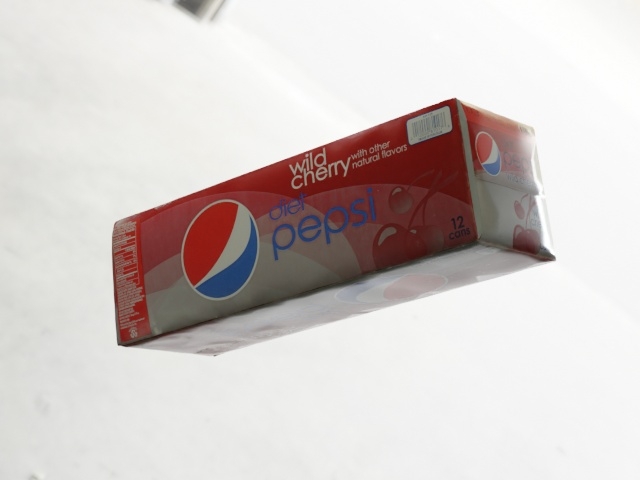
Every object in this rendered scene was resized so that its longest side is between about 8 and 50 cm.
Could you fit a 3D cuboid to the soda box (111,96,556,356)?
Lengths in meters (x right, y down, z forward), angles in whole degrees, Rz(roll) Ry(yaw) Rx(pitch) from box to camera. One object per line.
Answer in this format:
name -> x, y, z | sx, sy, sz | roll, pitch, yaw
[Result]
soda box -> 0.000, 0.000, 0.881 | 0.092, 0.263, 0.084 | 12, 66, -53
